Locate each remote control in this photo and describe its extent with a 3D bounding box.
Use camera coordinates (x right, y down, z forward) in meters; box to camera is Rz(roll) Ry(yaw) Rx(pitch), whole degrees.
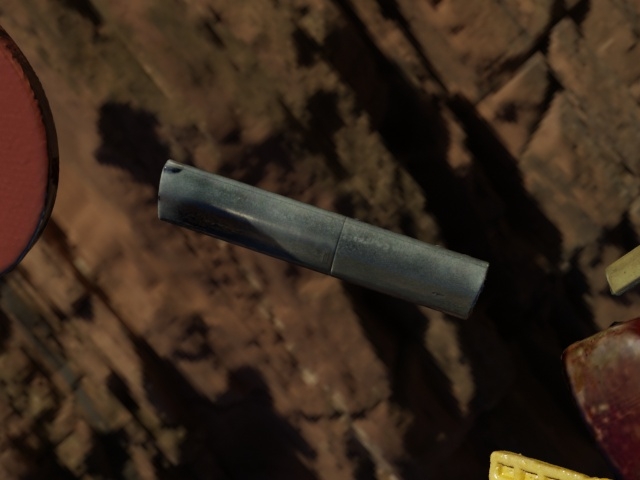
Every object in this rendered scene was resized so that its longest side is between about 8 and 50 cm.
[{"bbox_3d":[0.000,0.000,1.580,0.378,0.044,0.107,18,151,3],"label":"remote control"}]

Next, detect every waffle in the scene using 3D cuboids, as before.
[{"bbox_3d":[0.265,0.313,1.592,0.032,0.125,0.191,5,-176,-40],"label":"waffle"}]

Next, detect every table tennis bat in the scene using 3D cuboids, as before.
[{"bbox_3d":[-0.376,-0.045,1.365,0.268,0.051,0.414,10,115,17],"label":"table tennis bat"}]

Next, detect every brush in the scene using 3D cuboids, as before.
[{"bbox_3d":[0.421,-0.016,1.609,0.036,0.043,0.248,28,131,-30],"label":"brush"}]

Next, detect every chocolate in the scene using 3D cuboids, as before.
[{"bbox_3d":[0.200,0.076,0.758,0.125,0.148,0.080,40,128,-18],"label":"chocolate"}]
